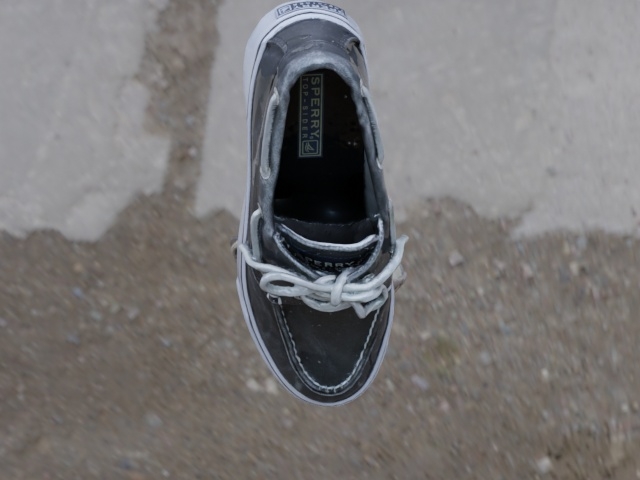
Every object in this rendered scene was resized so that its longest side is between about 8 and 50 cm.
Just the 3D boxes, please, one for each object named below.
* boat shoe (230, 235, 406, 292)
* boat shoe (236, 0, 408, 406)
[{"bbox_3d":[-0.018,0.029,1.451,0.132,0.355,0.130,-44,87,2],"label":"boat shoe"},{"bbox_3d":[0.004,-0.001,1.172,0.113,0.306,0.105,-2,32,-8],"label":"boat shoe"}]
